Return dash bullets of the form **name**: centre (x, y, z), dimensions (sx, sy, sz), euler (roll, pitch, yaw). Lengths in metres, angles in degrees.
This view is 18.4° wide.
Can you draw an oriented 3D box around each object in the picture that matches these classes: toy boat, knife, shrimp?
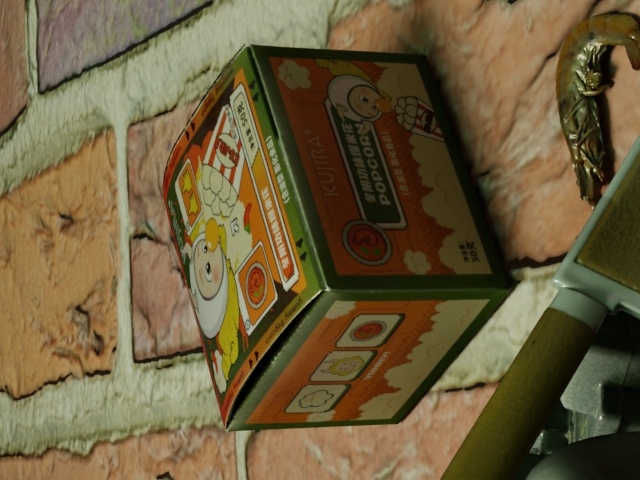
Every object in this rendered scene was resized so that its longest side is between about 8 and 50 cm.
- **toy boat**: centre (0.131, 0.149, 1.095), dimensions (0.141, 0.092, 0.319), euler (-80, 1, -52)
- **knife**: centre (0.146, 0.022, 0.958), dimensions (0.343, 0.061, 0.027), euler (-58, -21, -18)
- **shrimp**: centre (0.164, -0.077, 1.136), dimensions (0.083, 0.023, 0.114), euler (-21, 67, 57)

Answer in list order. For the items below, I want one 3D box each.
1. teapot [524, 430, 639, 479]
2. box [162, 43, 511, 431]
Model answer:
- **teapot**: centre (0.220, 0.250, 0.872), dimensions (0.223, 0.305, 0.285), euler (-55, -26, -79)
- **box**: centre (0.000, 0.000, 1.310), dimensions (0.177, 0.148, 0.195), euler (-56, 42, 48)
